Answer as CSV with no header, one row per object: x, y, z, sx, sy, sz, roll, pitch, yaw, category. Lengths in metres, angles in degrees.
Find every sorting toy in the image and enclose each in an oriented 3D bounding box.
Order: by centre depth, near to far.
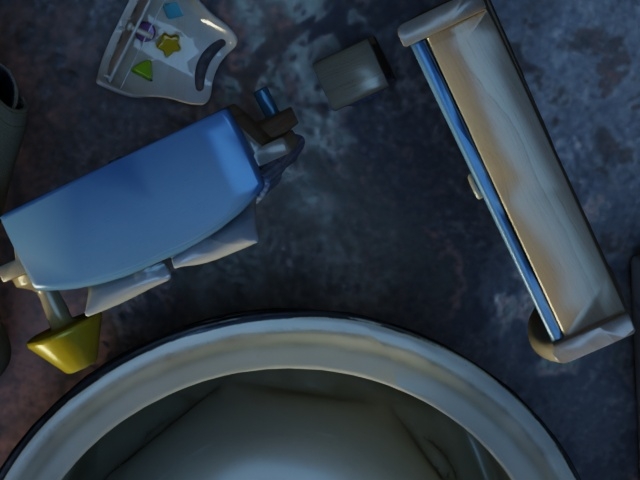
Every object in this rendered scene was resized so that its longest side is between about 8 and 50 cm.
-0.097,-0.126,0.994,0.075,0.045,0.083,26,98,-17,sorting toy

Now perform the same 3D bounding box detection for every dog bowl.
-0.027,0.227,1.015,0.408,0.150,0.408,-1,101,-5,dog bowl

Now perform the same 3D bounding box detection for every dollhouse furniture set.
0.000,0.000,0.917,0.303,0.286,0.198,-24,96,10,dollhouse furniture set

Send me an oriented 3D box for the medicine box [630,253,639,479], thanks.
0.362,0.147,1.032,0.264,0.149,0.289,-5,102,-4,medicine box

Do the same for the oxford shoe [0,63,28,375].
-0.216,-0.023,0.872,0.140,0.397,0.146,38,67,15,oxford shoe
